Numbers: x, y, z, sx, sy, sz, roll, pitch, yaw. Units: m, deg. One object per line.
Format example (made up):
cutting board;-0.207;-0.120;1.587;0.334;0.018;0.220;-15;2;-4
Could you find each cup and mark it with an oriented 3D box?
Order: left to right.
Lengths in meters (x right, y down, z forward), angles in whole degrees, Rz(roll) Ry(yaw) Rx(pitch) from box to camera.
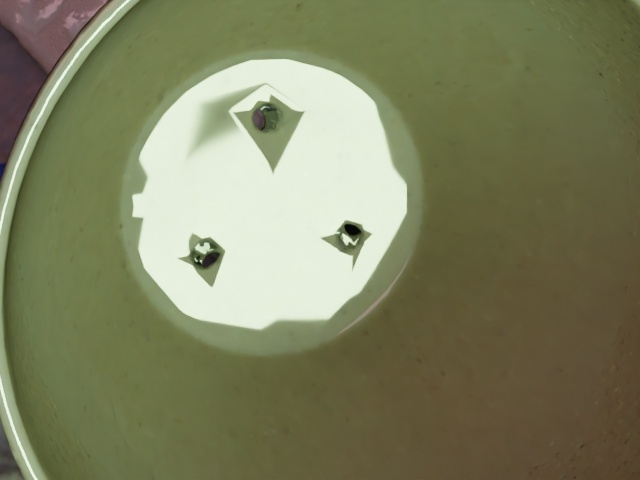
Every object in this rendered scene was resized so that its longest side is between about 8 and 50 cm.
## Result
cup;0.000;0.000;0.786;0.331;0.331;0.237;-44;19;-3

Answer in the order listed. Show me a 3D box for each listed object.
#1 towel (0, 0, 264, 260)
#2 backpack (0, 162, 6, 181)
towel;-0.017;-0.176;1.000;0.332;0.053;0.317;-41;61;-3
backpack;-0.173;0.019;0.941;0.098;0.101;0.120;-10;68;21
